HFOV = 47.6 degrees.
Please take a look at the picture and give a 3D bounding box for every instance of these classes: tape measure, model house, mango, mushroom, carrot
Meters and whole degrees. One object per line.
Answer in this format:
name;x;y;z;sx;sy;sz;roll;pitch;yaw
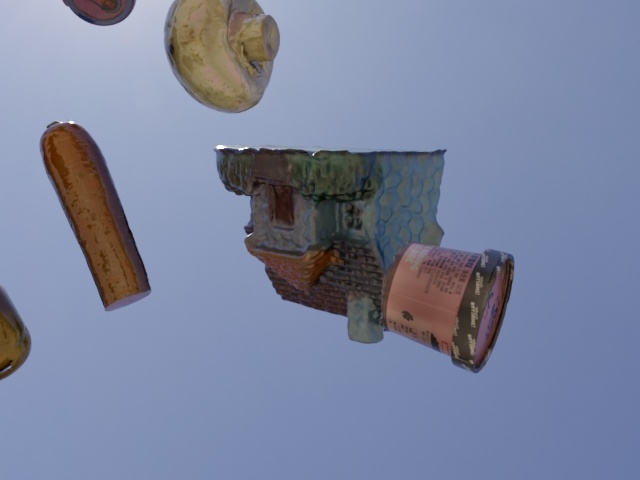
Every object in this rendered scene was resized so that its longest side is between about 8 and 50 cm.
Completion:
tape measure;-0.334;-0.395;1.107;0.118;0.074;0.125;28;-58;-30
model house;0.000;0.000;1.281;0.360;0.298;0.338;9;-76;42
mango;-0.528;0.133;1.077;0.236;0.136;0.166;10;-104;29
mushroom;-0.059;-0.123;0.460;0.068;0.083;0.083;-2;-72;24
carrot;-0.255;-0.034;0.815;0.067;0.067;0.225;-24;-96;10

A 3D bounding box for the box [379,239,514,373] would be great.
box;0.153;0.073;0.900;0.135;0.151;0.151;14;-71;24
